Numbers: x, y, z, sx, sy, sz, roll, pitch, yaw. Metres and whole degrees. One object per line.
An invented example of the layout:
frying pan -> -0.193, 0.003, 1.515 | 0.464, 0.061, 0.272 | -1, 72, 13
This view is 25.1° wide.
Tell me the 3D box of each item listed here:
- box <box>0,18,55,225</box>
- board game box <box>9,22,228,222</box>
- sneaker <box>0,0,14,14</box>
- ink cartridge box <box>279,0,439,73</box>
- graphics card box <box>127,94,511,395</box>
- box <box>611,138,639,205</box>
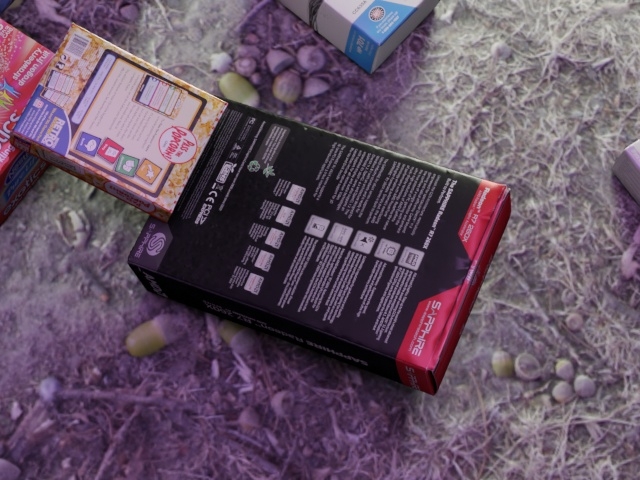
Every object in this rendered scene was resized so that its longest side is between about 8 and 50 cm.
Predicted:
box -> -0.389, -0.106, 1.629 | 0.128, 0.122, 0.257 | 33, 71, 6
board game box -> -0.220, -0.129, 1.579 | 0.193, 0.045, 0.147 | 28, 71, -5
sneaker -> -0.473, -0.186, 1.610 | 0.322, 0.130, 0.236 | -20, 54, 4
ink cartridge box -> 0.038, -0.322, 1.772 | 0.190, 0.082, 0.139 | 40, 71, 8
graphics card box -> 0.000, 0.000, 1.594 | 0.371, 0.094, 0.233 | 18, 71, 17
box -> 0.470, 0.014, 1.695 | 0.063, 0.067, 0.324 | -31, 75, -16
